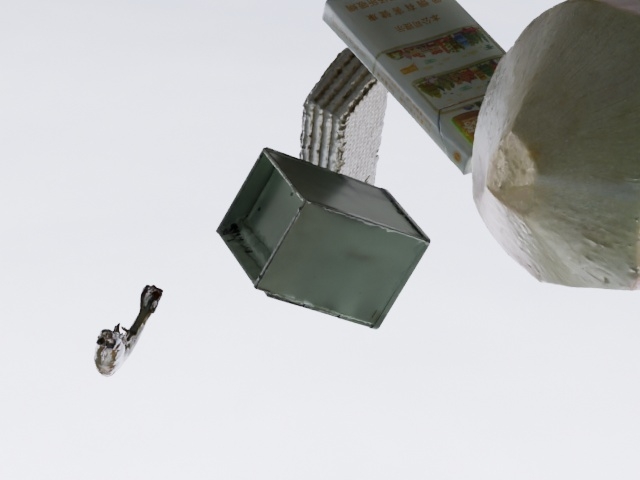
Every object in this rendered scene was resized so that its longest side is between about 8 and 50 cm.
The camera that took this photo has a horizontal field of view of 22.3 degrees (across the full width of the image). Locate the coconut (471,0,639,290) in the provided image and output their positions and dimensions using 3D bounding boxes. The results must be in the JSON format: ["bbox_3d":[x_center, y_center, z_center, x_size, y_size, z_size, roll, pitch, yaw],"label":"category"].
[{"bbox_3d":[0.207,-0.072,1.143,0.237,0.237,0.197,-16,-132,-35],"label":"coconut"}]

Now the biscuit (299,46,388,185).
[{"bbox_3d":[0.025,-0.113,2.359,0.078,0.426,0.144,31,-117,14],"label":"biscuit"}]

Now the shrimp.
[{"bbox_3d":[-0.167,0.074,1.381,0.025,0.091,0.127,32,173,4],"label":"shrimp"}]

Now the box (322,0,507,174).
[{"bbox_3d":[0.110,-0.152,1.432,0.122,0.032,0.220,-19,-125,-30],"label":"box"}]

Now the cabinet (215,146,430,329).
[{"bbox_3d":[0.000,0.000,2.100,0.206,0.150,0.145,18,-159,-34],"label":"cabinet"}]
